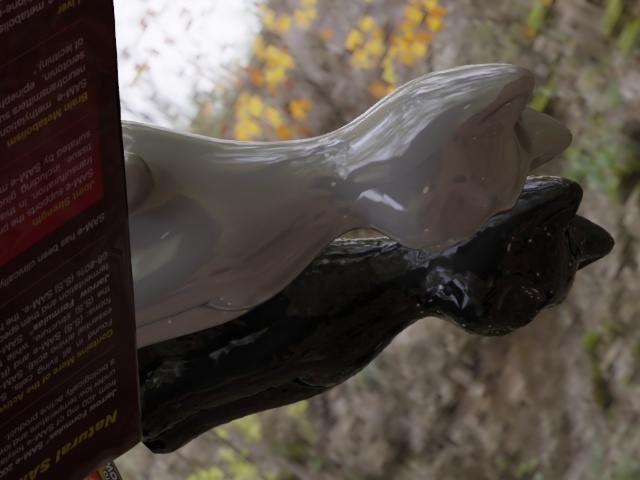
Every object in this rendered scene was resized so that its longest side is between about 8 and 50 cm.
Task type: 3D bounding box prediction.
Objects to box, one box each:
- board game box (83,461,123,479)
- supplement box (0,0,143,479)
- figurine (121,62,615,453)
[{"bbox_3d":[-0.121,0.157,0.792,0.048,0.170,0.141,-34,-9,33],"label":"board game box"},{"bbox_3d":[-0.120,-0.009,0.509,0.130,0.073,0.239,-36,-37,-35],"label":"supplement box"},{"bbox_3d":[0.000,0.000,0.730,0.209,0.092,0.215,-15,-18,9],"label":"figurine"}]
